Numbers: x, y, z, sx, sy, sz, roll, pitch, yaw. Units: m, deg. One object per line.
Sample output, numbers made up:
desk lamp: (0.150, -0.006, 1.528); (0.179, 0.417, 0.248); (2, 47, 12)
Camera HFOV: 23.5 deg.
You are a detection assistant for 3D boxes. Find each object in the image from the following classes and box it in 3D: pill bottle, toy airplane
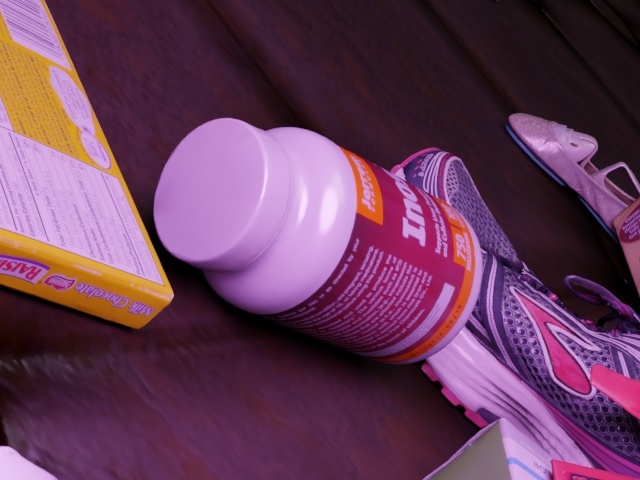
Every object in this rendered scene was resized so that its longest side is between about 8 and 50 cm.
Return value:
pill bottle: (0.000, 0.000, 0.700); (0.152, 0.086, 0.086); (24, 30, -47)
toy airplane: (0.156, 0.107, 0.689); (0.151, 0.028, 0.151); (19, 48, -22)

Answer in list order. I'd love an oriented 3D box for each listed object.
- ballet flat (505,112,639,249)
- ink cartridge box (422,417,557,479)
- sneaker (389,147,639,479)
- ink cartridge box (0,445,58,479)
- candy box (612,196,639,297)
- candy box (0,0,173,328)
ballet flat: (0.233, -0.061, 1.334); (0.168, 0.052, 0.057); (44, 22, -9)
ink cartridge box: (0.101, 0.178, 0.608); (0.109, 0.062, 0.209); (39, 22, -23)
sneaker: (0.136, 0.066, 0.818); (0.299, 0.112, 0.121); (56, 21, 23)
ink cartridge box: (-0.037, 0.143, 0.410); (0.232, 0.066, 0.189); (4, 47, -57)
candy box: (0.346, 0.096, 1.204); (0.183, 0.087, 0.316); (38, 26, -26)
candy box: (-0.134, -0.058, 0.623); (0.105, 0.027, 0.206); (21, 32, -46)
